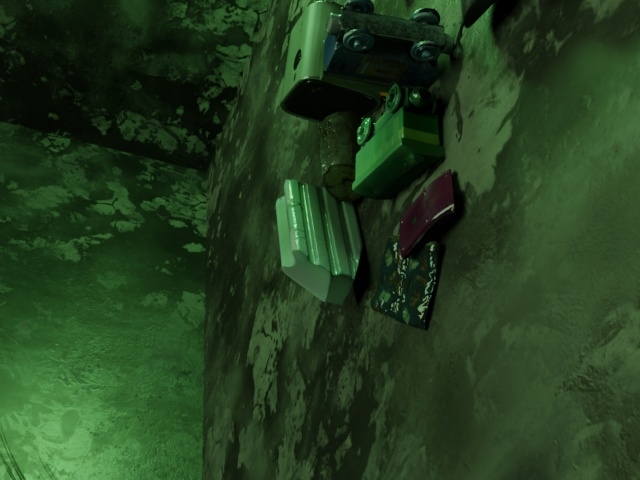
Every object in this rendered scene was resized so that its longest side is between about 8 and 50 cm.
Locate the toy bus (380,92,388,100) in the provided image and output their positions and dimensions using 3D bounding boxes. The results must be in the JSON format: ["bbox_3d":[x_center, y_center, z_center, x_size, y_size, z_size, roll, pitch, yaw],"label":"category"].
[{"bbox_3d":[0.188,-0.459,1.760,0.083,0.088,0.195,-144,68,-68],"label":"toy bus"}]

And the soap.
[{"bbox_3d":[0.000,0.000,1.819,0.347,0.208,0.115,-100,28,-46],"label":"soap"}]

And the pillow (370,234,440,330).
[{"bbox_3d":[0.187,0.087,1.521,0.255,0.034,0.189,-167,88,-69],"label":"pillow"}]

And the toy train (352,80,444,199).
[{"bbox_3d":[0.174,-0.232,1.616,0.301,0.120,0.203,140,136,-60],"label":"toy train"}]

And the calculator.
[{"bbox_3d":[0.222,-0.054,1.454,0.190,0.034,0.127,-50,26,40],"label":"calculator"}]

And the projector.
[{"bbox_3d":[0.038,-0.495,1.954,0.248,0.248,0.249,150,130,-65],"label":"projector"}]

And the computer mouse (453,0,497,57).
[{"bbox_3d":[0.347,-0.531,1.358,0.167,0.090,0.380,-49,-21,-47],"label":"computer mouse"}]

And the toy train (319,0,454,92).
[{"bbox_3d":[0.146,-0.444,1.575,0.202,0.299,0.131,124,150,-62],"label":"toy train"}]

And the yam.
[{"bbox_3d":[0.063,-0.248,1.900,0.154,0.153,0.255,126,152,-48],"label":"yam"}]
